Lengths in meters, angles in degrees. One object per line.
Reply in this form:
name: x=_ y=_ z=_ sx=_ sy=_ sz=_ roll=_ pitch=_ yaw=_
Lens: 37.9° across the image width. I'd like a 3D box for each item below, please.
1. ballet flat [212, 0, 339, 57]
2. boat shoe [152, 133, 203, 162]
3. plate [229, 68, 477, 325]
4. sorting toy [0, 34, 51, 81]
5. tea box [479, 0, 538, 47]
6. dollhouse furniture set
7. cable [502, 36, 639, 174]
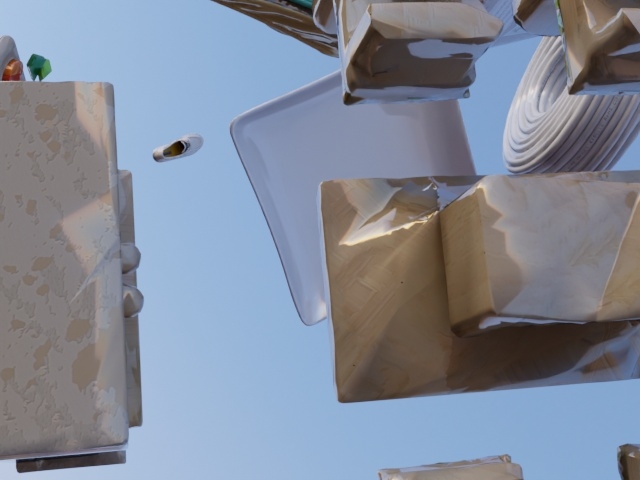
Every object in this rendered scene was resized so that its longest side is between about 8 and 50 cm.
ballet flat: x=-0.063 y=-0.189 z=0.661 sx=0.232 sy=0.080 sz=0.073 roll=24 pitch=-20 yaw=-9
boat shoe: x=-0.231 y=-0.155 z=1.552 sx=0.035 sy=0.100 sz=0.035 roll=-3 pitch=-74 yaw=50
plate: x=0.050 y=-0.077 z=1.086 sx=0.045 sy=0.278 sz=0.277 roll=34 pitch=-31 yaw=57
sorting toy: x=-0.201 y=-0.103 z=0.612 sx=0.012 sy=0.083 sz=0.062 roll=10 pitch=-36 yaw=10
tea box: x=0.274 y=-0.496 z=1.405 sx=0.329 sy=0.219 sz=0.324 roll=125 pitch=-52 yaw=-78
dollhouse furniture set: x=0.018 y=0.032 z=0.528 sx=0.256 sy=0.394 sz=0.362 roll=134 pitch=-48 yaw=-73
cable: x=0.293 y=-0.173 z=1.028 sx=0.089 sy=0.257 sz=0.257 roll=24 pitch=-20 yaw=-8
